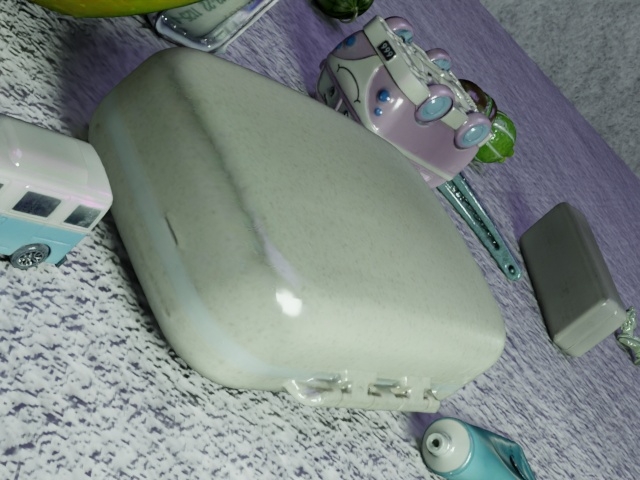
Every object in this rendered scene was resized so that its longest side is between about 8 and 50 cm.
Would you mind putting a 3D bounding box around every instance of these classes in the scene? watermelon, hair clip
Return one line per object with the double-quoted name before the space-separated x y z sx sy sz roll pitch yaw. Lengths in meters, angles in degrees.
"watermelon" 0.036 -0.363 1.437 0.109 0.109 0.109 42 24 -24
"hair clip" 0.191 -0.061 1.352 0.275 0.048 0.083 50 18 -8

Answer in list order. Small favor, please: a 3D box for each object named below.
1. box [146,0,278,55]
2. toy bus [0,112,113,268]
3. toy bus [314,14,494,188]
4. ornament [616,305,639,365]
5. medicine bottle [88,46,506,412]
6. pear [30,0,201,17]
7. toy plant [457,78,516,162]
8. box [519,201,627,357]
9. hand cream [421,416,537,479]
"box" -0.137 -0.375 1.003 0.112 0.190 0.369 15 44 -56
"toy bus" -0.178 -0.033 0.551 0.123 0.075 0.060 17 41 -55
"toy bus" 0.094 -0.155 1.175 0.202 0.142 0.142 22 36 -52
"ornament" 0.513 0.160 1.650 0.068 0.041 0.092 -21 83 -61
"medicine bottle" 0.000 0.000 0.785 0.375 0.123 0.282 15 41 -55
"pear" -0.126 -0.276 0.746 0.399 0.399 0.165 -83 163 -60
"toy plant" 0.247 -0.181 1.578 0.162 0.093 0.092 35 27 -35
"box" 0.352 0.050 1.415 0.055 0.103 0.243 34 28 -23
"hand cream" 0.153 0.200 0.897 0.224 0.048 0.083 31 28 -52
